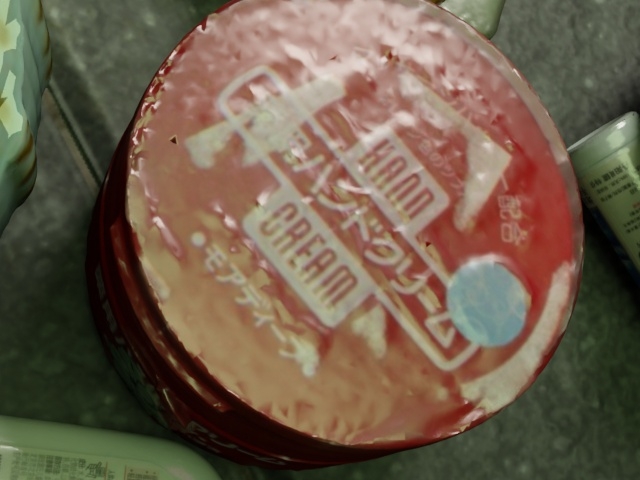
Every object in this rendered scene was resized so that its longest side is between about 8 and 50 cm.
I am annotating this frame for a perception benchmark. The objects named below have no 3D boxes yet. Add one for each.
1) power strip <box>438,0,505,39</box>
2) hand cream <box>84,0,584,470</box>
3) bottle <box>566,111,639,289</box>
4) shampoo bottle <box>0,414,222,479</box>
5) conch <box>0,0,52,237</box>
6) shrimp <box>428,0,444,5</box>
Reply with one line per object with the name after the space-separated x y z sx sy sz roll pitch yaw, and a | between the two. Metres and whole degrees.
-0.020 -0.204 0.631 0.288 0.053 0.093 24 70 -15 | power strip
0.000 0.000 0.538 0.230 0.149 0.230 4 76 -17 | hand cream
0.226 0.025 0.664 0.060 0.060 0.217 -32 88 -24 | bottle
-0.097 0.145 0.516 0.221 0.051 0.108 11 72 -18 | shampoo bottle
-0.248 -0.065 0.428 0.303 0.215 0.319 44 98 0 | conch
0.038 -0.204 0.595 0.132 0.052 0.187 32 71 -12 | shrimp
